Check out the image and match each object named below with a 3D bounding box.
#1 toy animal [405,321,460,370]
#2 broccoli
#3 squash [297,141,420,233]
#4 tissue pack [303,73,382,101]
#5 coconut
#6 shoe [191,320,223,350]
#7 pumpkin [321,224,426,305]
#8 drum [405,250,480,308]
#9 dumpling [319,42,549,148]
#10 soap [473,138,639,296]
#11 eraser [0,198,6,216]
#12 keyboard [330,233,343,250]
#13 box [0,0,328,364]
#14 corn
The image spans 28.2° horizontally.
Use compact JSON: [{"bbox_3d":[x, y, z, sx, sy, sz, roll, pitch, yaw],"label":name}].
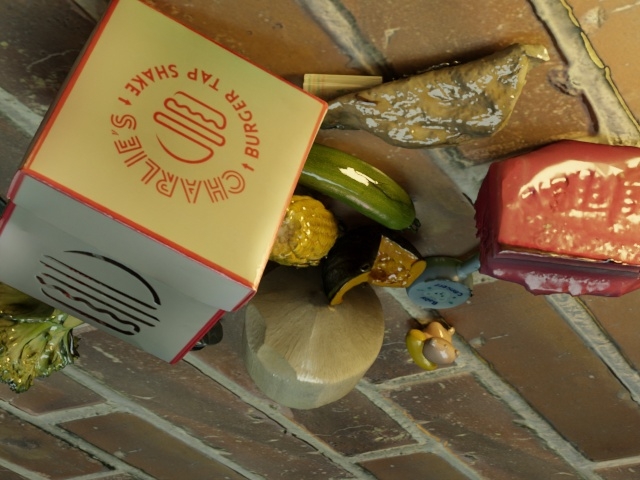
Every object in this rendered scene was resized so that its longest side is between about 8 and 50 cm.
[{"bbox_3d":[0.210,0.183,2.364,0.091,0.082,0.114,48,150,-10],"label":"toy animal"},{"bbox_3d":[-0.442,0.107,2.155,0.252,0.221,0.361,18,136,-38],"label":"broccoli"},{"bbox_3d":[0.039,-0.086,1.886,0.318,0.080,0.071,22,-175,-28],"label":"squash"},{"bbox_3d":[0.029,-0.204,1.741,0.108,0.023,0.056,3,151,-2],"label":"tissue pack"},{"bbox_3d":[-0.015,0.150,2.156,0.237,0.237,0.266,7,156,-9],"label":"coconut"},{"bbox_3d":[-0.273,0.174,2.372,0.169,0.071,0.099,11,152,-22],"label":"shoe"},{"bbox_3d":[0.072,0.031,2.052,0.183,0.108,0.119,-11,156,-42],"label":"pumpkin"},{"bbox_3d":[0.258,0.055,2.151,0.253,0.049,0.130,-20,143,33],"label":"drum"},{"bbox_3d":[0.155,-0.167,1.722,0.332,0.086,0.166,-12,152,15],"label":"dumpling"},{"bbox_3d":[0.388,-0.030,1.833,0.324,0.220,0.127,8,154,-9],"label":"soap"},{"bbox_3d":[-0.607,-0.009,2.060,0.227,0.081,0.174,-9,152,17],"label":"eraser"},{"bbox_3d":[0.000,0.000,2.103,0.166,0.017,0.055,22,144,-31],"label":"keyboard"},{"bbox_3d":[-0.222,-0.069,1.652,0.314,0.312,0.300,28,147,-12],"label":"box"},{"bbox_3d":[-0.035,-0.017,1.886,0.115,0.115,0.318,-2,179,6],"label":"corn"}]
